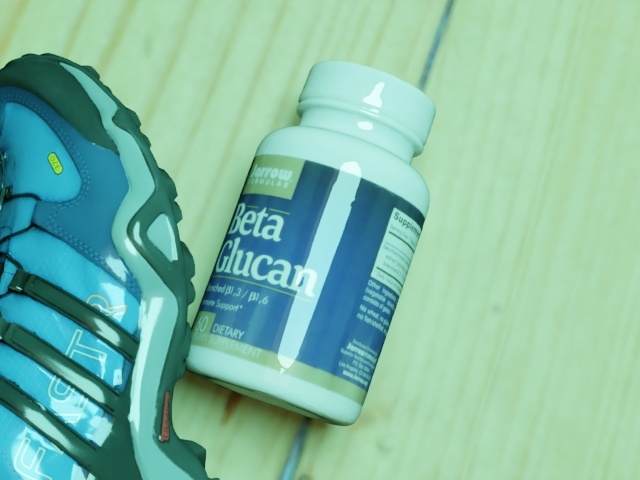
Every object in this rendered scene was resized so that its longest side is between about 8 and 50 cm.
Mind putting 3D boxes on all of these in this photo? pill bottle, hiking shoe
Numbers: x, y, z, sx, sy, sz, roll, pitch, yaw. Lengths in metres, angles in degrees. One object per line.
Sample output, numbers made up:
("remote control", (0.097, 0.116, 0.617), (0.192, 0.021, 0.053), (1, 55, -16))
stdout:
("pill bottle", (0.000, 0.000, 0.646), (0.094, 0.094, 0.169), (19, 79, -2))
("hiking shoe", (-0.132, 0.051, 0.592), (0.132, 0.113, 0.304), (-4, 73, -33))
